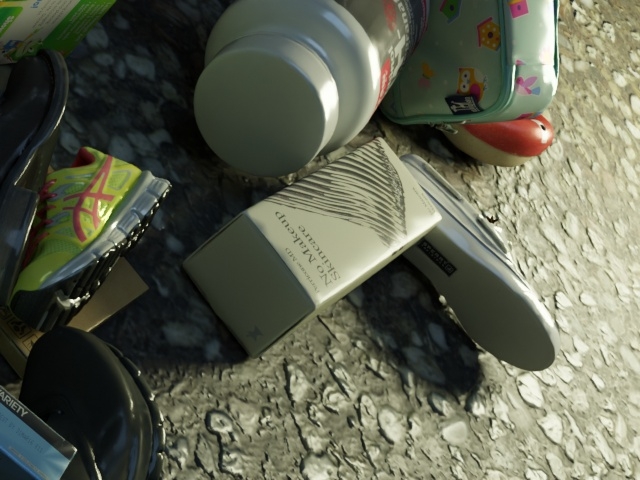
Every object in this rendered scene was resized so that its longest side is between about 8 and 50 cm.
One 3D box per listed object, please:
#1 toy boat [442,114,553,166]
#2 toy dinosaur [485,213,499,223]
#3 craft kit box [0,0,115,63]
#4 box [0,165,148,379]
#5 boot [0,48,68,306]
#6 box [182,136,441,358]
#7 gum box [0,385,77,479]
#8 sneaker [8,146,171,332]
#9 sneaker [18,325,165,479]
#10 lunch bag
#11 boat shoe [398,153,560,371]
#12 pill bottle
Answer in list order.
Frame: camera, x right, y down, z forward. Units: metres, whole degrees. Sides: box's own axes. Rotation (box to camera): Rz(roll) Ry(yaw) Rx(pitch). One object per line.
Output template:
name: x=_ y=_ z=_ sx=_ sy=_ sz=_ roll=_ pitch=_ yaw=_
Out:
toy boat: x=0.208 y=-0.205 z=1.768 sx=0.151 sy=0.151 sz=0.231 roll=-5 pitch=62 yaw=-51
toy dinosaur: x=0.172 y=0.008 z=1.624 sx=0.090 sy=0.047 sz=0.082 roll=46 pitch=52 yaw=-29
craft kit box: x=-0.237 y=-0.232 z=1.180 sx=0.247 sy=0.250 sz=0.061 roll=-9 pitch=64 yaw=-53
box: x=-0.243 y=-0.005 z=1.159 sx=0.201 sy=0.021 sz=0.164 roll=51 pitch=33 yaw=0
boot: x=-0.307 y=-0.072 z=1.045 sx=0.229 sy=0.091 sz=0.263 roll=15 pitch=43 yaw=-10
box: x=0.000 y=0.000 z=1.375 sx=0.113 sy=0.094 sz=0.275 roll=52 pitch=33 yaw=2
gum box: x=-0.258 y=0.127 z=0.864 sx=0.157 sy=0.184 sz=0.041 roll=43 pitch=34 yaw=-12
sneaker: x=-0.198 y=-0.006 z=1.137 sx=0.094 sy=0.081 sz=0.208 roll=35 pitch=32 yaw=-2
sneaker: x=-0.177 y=0.172 z=0.978 sx=0.130 sy=0.109 sz=0.286 roll=29 pitch=37 yaw=-41
lunch bag: x=0.147 y=-0.257 z=1.631 sx=0.108 sy=0.224 sz=0.279 roll=-6 pitch=95 yaw=-44
boat shoe: x=0.159 y=0.019 z=1.543 sx=0.267 sy=0.096 sz=0.088 roll=43 pitch=48 yaw=3
pill bottle: x=-0.010 y=-0.190 z=1.473 sx=0.176 sy=0.176 sz=0.318 roll=45 pitch=34 yaw=-9
